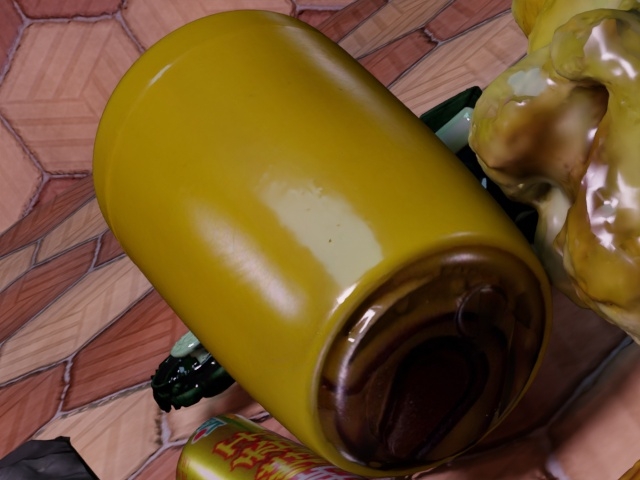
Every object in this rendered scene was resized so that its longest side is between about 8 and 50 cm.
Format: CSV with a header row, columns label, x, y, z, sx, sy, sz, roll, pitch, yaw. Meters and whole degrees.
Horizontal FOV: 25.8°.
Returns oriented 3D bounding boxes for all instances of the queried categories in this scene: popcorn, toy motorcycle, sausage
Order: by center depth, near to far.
label,x,y,z,sx,sy,sz,roll,pitch,yaw
popcorn,0.201,-0.080,0.692,0.276,0.225,0.276,-21,42,21
sausage,-0.010,0.148,0.749,0.082,0.082,0.371,-39,16,-15
toy motorcycle,0.019,0.017,0.992,0.331,0.125,0.196,-29,18,31

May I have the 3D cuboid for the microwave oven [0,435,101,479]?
label,x,y,z,sx,sy,sz,roll,pitch,yaw
microwave oven,-0.100,0.231,0.427,0.286,0.218,0.355,-39,17,-11

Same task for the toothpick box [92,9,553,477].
label,x,y,z,sx,sy,sz,roll,pitch,yaw
toothpick box,0.000,0.000,0.743,0.175,0.175,0.271,-36,40,-7

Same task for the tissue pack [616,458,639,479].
label,x,y,z,sx,sy,sz,roll,pitch,yaw
tissue pack,0.182,0.116,0.438,0.183,0.092,0.226,-38,18,-15
